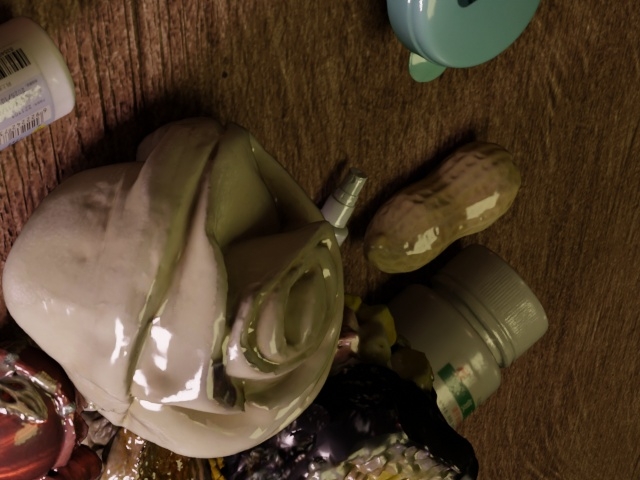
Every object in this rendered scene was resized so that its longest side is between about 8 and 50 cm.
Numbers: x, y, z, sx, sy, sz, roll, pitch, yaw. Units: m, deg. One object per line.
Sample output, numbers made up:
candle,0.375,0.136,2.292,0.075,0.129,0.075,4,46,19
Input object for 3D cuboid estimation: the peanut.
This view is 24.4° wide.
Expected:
peanut,0.166,-0.040,2.053,0.256,0.123,0.124,-36,148,-14

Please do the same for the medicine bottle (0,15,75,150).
medicine bottle,-0.325,-0.121,1.346,0.186,0.103,0.103,-33,147,-24

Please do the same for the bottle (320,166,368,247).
bottle,0.000,0.000,1.943,0.060,0.060,0.217,2,126,-52

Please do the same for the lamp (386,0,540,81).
lamp,0.165,-0.319,1.681,0.209,0.147,0.284,-37,157,-19

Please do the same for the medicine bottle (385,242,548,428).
medicine bottle,0.160,0.177,2.206,0.339,0.208,0.208,-40,149,-11

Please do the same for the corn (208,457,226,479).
corn,-0.226,0.329,2.002,0.321,0.119,0.119,-28,145,-21

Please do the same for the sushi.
sushi,0.003,0.248,1.939,0.328,0.285,0.328,-39,146,18

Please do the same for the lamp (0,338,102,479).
lamp,-0.356,0.210,1.651,0.151,0.215,0.223,-35,120,-54

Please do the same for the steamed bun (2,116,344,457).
steamed bun,-0.116,0.065,1.600,0.342,0.255,0.368,-48,133,-20

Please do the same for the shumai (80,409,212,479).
shumai,-0.246,0.258,1.823,0.218,0.185,0.184,18,93,-63
